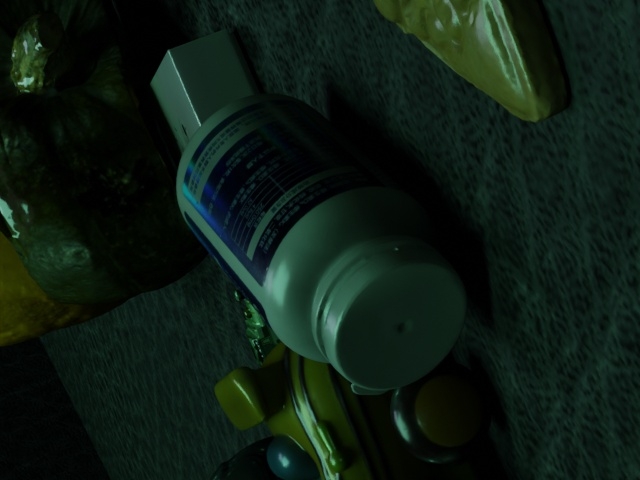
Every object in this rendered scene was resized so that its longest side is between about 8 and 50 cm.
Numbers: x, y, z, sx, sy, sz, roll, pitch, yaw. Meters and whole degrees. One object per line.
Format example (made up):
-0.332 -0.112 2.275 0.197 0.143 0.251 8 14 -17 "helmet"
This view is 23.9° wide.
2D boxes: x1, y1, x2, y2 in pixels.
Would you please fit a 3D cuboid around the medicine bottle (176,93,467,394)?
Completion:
0.000 0.000 0.848 0.191 0.107 0.107 46 154 50 "medicine bottle"

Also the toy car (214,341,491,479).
0.028 0.161 0.913 0.248 0.142 0.200 66 165 8 "toy car"

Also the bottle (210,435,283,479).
0.021 0.295 1.119 0.336 0.144 0.144 56 161 35 "bottle"

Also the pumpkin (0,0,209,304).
-0.200 -0.105 1.192 0.222 0.139 0.317 63 -174 -54 "pumpkin"

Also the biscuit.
0.036 -0.152 0.675 0.250 0.035 0.162 58 166 21 "biscuit"

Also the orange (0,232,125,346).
-0.279 -0.025 1.433 0.261 0.261 0.261 57 161 32 "orange"

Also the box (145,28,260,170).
-0.071 -0.069 1.077 0.129 0.051 0.130 66 164 2 "box"

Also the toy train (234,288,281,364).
-0.035 0.048 1.119 0.033 0.053 0.083 26 138 67 "toy train"
